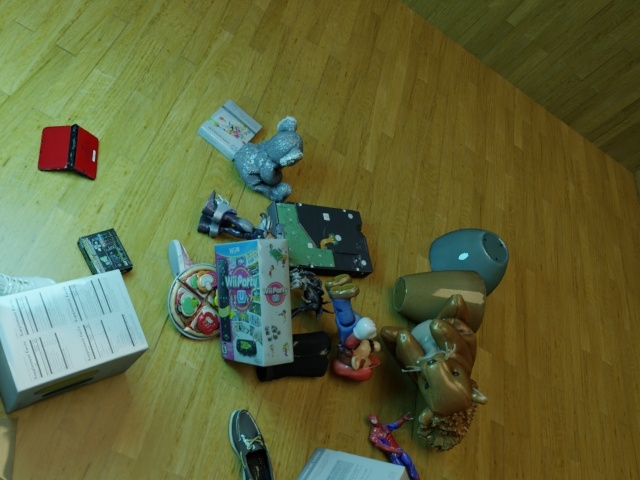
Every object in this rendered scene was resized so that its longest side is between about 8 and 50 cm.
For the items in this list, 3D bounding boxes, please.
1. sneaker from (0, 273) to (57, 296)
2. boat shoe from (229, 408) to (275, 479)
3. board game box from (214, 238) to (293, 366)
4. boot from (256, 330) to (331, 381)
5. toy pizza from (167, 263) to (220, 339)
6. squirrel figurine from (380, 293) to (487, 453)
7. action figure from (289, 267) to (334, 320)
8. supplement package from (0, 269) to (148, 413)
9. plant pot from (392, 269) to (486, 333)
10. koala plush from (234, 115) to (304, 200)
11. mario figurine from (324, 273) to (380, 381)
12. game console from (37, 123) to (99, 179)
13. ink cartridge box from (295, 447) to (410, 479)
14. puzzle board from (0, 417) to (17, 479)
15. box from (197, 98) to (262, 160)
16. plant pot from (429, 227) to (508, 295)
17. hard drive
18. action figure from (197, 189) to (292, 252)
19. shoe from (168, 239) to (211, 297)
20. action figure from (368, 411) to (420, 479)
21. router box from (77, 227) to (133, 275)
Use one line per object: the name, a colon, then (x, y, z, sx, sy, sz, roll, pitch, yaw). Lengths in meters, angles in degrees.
sneaker: (-0.694, 0.113, 1.244, 0.232, 0.115, 0.090, -4, 66, -37)
boat shoe: (-0.163, 0.523, 1.396, 0.081, 0.069, 0.227, -3, 65, -37)
board game box: (-0.172, 0.153, 1.443, 0.098, 0.224, 0.303, -1, 87, -38)
boot: (-0.075, 0.264, 1.572, 0.207, 0.094, 0.246, 0, 85, -33)
toy pizza: (-0.304, 0.161, 1.497, 0.201, 0.032, 0.201, 4, 83, -39)
squirrel figurine: (0.367, 0.414, 1.640, 0.370, 0.281, 0.396, -93, 163, -74)
action figure: (-0.082, 0.144, 1.644, 0.276, 0.141, 0.164, 42, 36, -34)
supplement package: (-0.553, 0.214, 1.223, 0.263, 0.199, 0.198, -15, 73, -40)
plant pot: (0.379, 0.199, 1.895, 0.255, 0.237, 0.237, 9, 57, -13)
koala plush: (-0.137, -0.266, 1.779, 0.203, 0.221, 0.196, 19, 53, -36)
mario figurine: (0.112, 0.256, 1.634, 0.198, 0.170, 0.320, -44, 127, -57)
game console: (-0.681, -0.236, 1.539, 0.124, 0.085, 0.144, 37, 39, -54)
ink cartridge box: (0.043, 0.681, 1.372, 0.309, 0.272, 0.130, -46, 124, -43)
puzzle board: (-0.670, 0.425, 1.141, 0.096, 0.011, 0.128, 8, 58, -30)
box: (-0.297, -0.367, 1.872, 0.145, 0.038, 0.186, 40, 49, -8)
plant pot: (0.580, 0.069, 2.111, 0.290, 0.195, 0.290, 17, 55, -26)
hard drive: (0.000, 0.000, 1.836, 0.339, 0.064, 0.236, 5, 60, -33)
action figure: (-0.207, -0.028, 1.639, 0.285, 0.185, 0.099, 27, 54, -6)
shoe: (-0.354, 0.081, 1.543, 0.081, 0.063, 0.177, -6, 72, -39)
action figure: (0.239, 0.600, 1.592, 0.091, 0.139, 0.280, -30, 80, -43)
router box: (-0.549, 0.037, 1.445, 0.092, 0.038, 0.122, -21, 76, -42)
